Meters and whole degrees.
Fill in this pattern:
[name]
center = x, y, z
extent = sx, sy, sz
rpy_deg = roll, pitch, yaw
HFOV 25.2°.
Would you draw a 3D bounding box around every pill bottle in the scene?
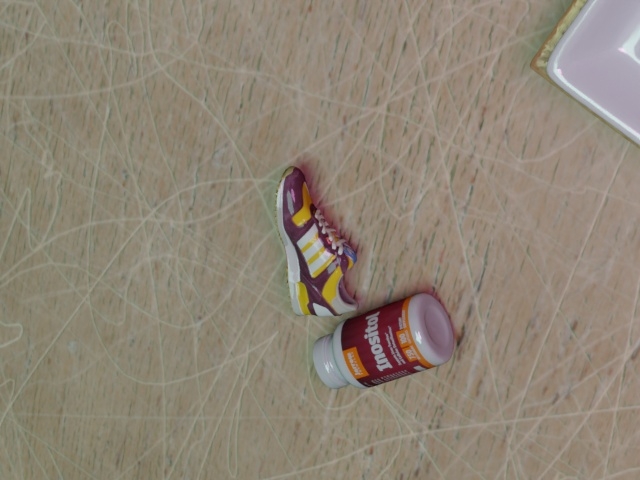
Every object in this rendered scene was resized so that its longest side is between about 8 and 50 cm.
[pill bottle]
center = 0.070, 0.121, 1.648
extent = 0.152, 0.086, 0.086
rpy_deg = -22, 99, 30

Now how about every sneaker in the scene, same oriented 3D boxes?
[sneaker]
center = 0.000, 0.000, 1.651
extent = 0.084, 0.069, 0.185
rpy_deg = -2, 115, 16

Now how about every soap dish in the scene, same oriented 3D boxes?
[soap dish]
center = 0.384, -0.177, 1.367
extent = 0.291, 0.118, 0.229
rpy_deg = 38, 120, 8
